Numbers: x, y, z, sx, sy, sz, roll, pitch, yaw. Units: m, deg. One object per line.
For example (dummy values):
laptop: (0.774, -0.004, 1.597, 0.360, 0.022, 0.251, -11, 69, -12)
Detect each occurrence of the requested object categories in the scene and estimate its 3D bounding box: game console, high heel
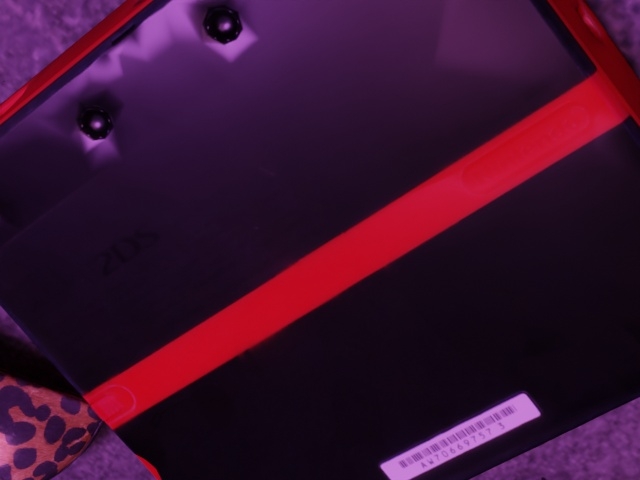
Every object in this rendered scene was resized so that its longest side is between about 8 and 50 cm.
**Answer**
game console: (0.000, 0.000, 0.651, 0.386, 0.060, 0.342, -32, 106, 26)
high heel: (-0.252, 0.042, 0.737, 0.186, 0.093, 0.261, -16, 96, -2)
